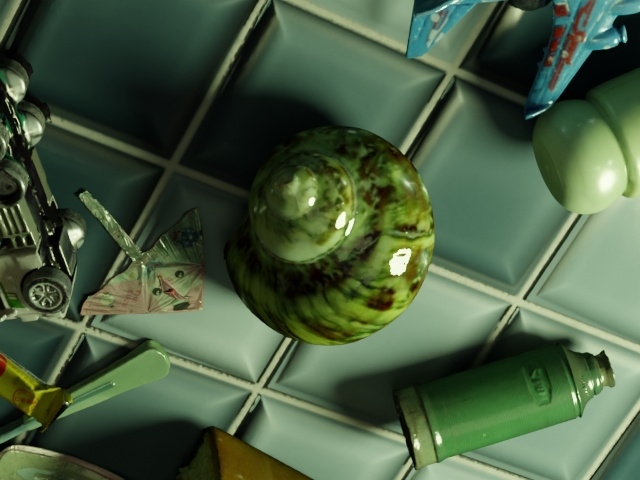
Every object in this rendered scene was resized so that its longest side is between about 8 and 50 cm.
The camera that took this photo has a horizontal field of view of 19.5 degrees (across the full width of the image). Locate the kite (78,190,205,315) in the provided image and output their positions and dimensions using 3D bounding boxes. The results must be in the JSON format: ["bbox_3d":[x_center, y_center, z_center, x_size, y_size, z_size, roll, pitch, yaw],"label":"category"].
[{"bbox_3d":[-0.150,0.016,1.514,0.137,0.005,0.152,-42,119,14],"label":"kite"}]

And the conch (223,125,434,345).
[{"bbox_3d":[0.000,0.001,1.466,0.187,0.124,0.181,-25,120,14],"label":"conch"}]

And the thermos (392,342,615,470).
[{"bbox_3d":[0.162,0.142,1.614,0.187,0.073,0.083,-16,122,-1],"label":"thermos"}]

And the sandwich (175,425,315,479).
[{"bbox_3d":[-0.028,0.274,1.629,0.235,0.128,0.122,28,120,-24],"label":"sandwich"}]

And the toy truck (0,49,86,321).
[{"bbox_3d":[-0.259,-0.039,1.404,0.116,0.110,0.216,-9,124,10],"label":"toy truck"}]

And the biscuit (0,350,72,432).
[{"bbox_3d":[-0.317,0.050,1.432,0.292,0.026,0.048,35,123,-3],"label":"biscuit"}]

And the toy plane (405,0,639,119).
[{"bbox_3d":[0.182,-0.213,1.376,0.271,0.105,0.254,-14,124,6],"label":"toy plane"}]

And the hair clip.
[{"bbox_3d":[-0.225,0.211,1.609,0.137,0.022,0.054,23,114,-26],"label":"hair clip"}]

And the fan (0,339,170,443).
[{"bbox_3d":[-0.214,0.139,1.570,0.193,0.016,0.038,-27,125,5],"label":"fan"}]

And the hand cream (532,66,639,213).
[{"bbox_3d":[0.319,-0.112,1.492,0.305,0.093,0.147,-22,124,-8],"label":"hand cream"}]
